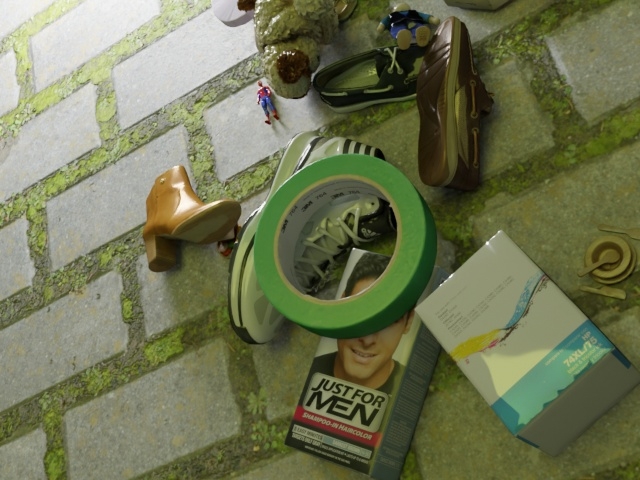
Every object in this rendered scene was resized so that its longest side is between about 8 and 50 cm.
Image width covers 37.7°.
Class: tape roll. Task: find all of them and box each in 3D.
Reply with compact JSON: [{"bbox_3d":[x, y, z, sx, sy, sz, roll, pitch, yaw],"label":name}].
[{"bbox_3d":[0.041,0.009,1.640,0.321,0.077,0.321,-8,67,20],"label":"tape roll"}]

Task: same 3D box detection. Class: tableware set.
[{"bbox_3d":[0.518,0.037,1.519,0.194,0.039,0.128,11,75,34],"label":"tableware set"}]

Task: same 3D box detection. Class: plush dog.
[{"bbox_3d":[-0.068,-0.406,1.941,0.210,0.262,0.225,-2,85,5],"label":"plush dog"}]

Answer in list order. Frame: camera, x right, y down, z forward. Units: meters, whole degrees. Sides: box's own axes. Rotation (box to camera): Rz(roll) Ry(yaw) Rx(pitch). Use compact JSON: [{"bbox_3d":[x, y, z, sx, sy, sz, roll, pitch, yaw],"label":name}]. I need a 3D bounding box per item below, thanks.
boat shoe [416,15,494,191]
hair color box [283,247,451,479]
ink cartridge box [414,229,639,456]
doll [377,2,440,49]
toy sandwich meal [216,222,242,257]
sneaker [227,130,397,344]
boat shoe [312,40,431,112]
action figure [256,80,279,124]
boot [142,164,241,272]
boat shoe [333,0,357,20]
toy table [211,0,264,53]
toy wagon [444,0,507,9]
[{"bbox_3d":[0.262,-0.254,1.767,0.123,0.123,0.342,146,131,-59],"label":"boat shoe"},{"bbox_3d":[0.094,0.217,1.656,0.185,0.113,0.374,12,75,34],"label":"hair color box"},{"bbox_3d":[0.327,0.163,1.483,0.197,0.198,0.270,-44,54,9],"label":"ink cartridge box"},{"bbox_3d":[0.179,-0.438,1.897,0.129,0.046,0.189,-9,30,0],"label":"doll"},{"bbox_3d":[-0.193,-0.005,1.982,0.085,0.029,0.085,-13,63,27],"label":"toy sandwich meal"},{"bbox_3d":[0.000,-0.001,1.774,0.257,0.169,0.447,10,72,36],"label":"sneaker"},{"bbox_3d":[0.128,-0.338,1.892,0.302,0.091,0.114,-19,60,24],"label":"boat shoe"},{"bbox_3d":[-0.122,-0.310,2.075,0.038,0.030,0.115,-33,54,22],"label":"action figure"},{"bbox_3d":[-0.287,-0.081,2.006,0.295,0.104,0.211,-33,51,34],"label":"boot"},{"bbox_3d":[0.059,-0.556,2.057,0.056,0.048,0.153,19,80,36],"label":"boat shoe"},{"bbox_3d":[-0.117,-0.573,2.105,0.252,0.161,0.274,28,86,37],"label":"toy table"},{"bbox_3d":[0.359,-0.629,1.894,0.267,0.068,0.344,15,77,35],"label":"toy wagon"}]
